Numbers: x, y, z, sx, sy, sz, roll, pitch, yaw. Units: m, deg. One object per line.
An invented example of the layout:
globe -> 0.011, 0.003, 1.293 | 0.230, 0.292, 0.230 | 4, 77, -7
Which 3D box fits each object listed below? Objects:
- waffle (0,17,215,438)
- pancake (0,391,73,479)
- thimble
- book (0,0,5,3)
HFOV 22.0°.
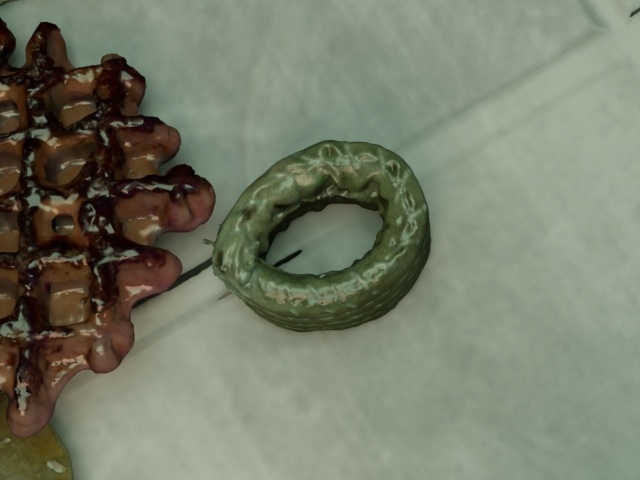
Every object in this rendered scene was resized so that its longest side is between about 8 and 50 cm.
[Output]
waffle -> -0.174, -0.008, 0.816 | 0.221, 0.055, 0.234 | 36, 74, 21
pancake -> -0.230, 0.181, 0.788 | 0.282, 0.049, 0.282 | -1, 75, 4
thimble -> 0.000, 0.000, 0.807 | 0.110, 0.062, 0.084 | -15, 73, 1
book -> -0.136, -0.331, 0.929 | 0.263, 0.028, 0.374 | -20, 74, 2
